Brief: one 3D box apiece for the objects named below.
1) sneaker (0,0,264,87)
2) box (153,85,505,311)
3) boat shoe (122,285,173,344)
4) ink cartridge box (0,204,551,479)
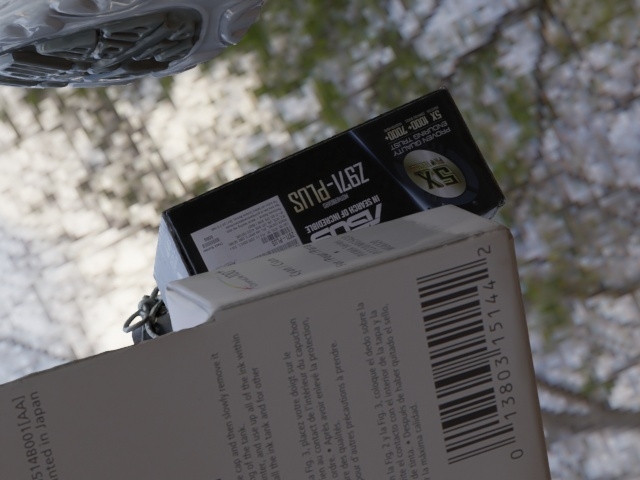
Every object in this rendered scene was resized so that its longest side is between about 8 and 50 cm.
[{"bbox_3d":[-0.048,-0.120,0.572,0.090,0.232,0.115,4,-112,-52],"label":"sneaker"},{"bbox_3d":[0.000,0.000,1.119,0.077,0.180,0.147,63,167,10],"label":"box"},{"bbox_3d":[-0.144,0.100,1.919,0.105,0.306,0.113,33,-165,-4],"label":"boat shoe"},{"bbox_3d":[-0.022,0.160,0.814,0.066,0.261,0.296,-155,52,-65],"label":"ink cartridge box"}]
